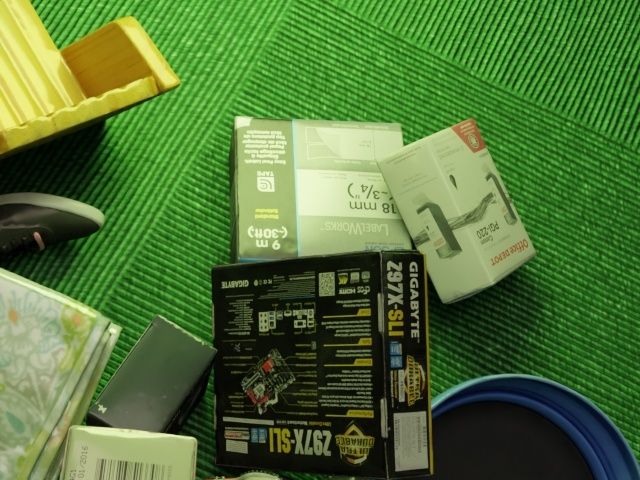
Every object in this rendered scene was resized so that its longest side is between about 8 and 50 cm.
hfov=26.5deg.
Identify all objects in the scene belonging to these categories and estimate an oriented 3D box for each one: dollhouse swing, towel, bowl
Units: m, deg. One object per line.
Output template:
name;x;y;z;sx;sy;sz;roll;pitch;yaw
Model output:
dollhouse swing;-0.436;-0.259;1.755;0.347;0.315;0.304;-26;97;-37
towel;-0.467;0.173;1.641;0.375;0.090;0.320;24;79;-2
bowl;0.226;0.360;1.663;0.391;0.077;0.391;3;81;-22

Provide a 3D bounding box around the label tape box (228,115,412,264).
label tape box;0.000;0.000;1.852;0.241;0.106;0.333;2;63;-9

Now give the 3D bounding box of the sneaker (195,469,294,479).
sneaker;-0.094;0.326;1.658;0.057;0.161;0.075;24;61;-45

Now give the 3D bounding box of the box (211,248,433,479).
box;-0.008;0.147;1.621;0.079;0.322;0.257;0;85;-41

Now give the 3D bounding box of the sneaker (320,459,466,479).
sneaker;0.050;0.302;1.722;0.300;0.111;0.121;-20;59;-25

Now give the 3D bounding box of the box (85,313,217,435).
box;-0.212;0.200;1.680;0.093;0.158;0.156;31;63;5

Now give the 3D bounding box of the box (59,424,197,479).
box;-0.228;0.316;1.576;0.149;0.232;0.126;7;62;-8

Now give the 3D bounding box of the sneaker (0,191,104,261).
sneaker;-0.430;0.021;1.766;0.296;0.104;0.146;-1;65;-5

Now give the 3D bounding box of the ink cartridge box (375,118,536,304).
ink cartridge box;0.188;-0.041;1.847;0.159;0.092;0.217;-26;93;-55
